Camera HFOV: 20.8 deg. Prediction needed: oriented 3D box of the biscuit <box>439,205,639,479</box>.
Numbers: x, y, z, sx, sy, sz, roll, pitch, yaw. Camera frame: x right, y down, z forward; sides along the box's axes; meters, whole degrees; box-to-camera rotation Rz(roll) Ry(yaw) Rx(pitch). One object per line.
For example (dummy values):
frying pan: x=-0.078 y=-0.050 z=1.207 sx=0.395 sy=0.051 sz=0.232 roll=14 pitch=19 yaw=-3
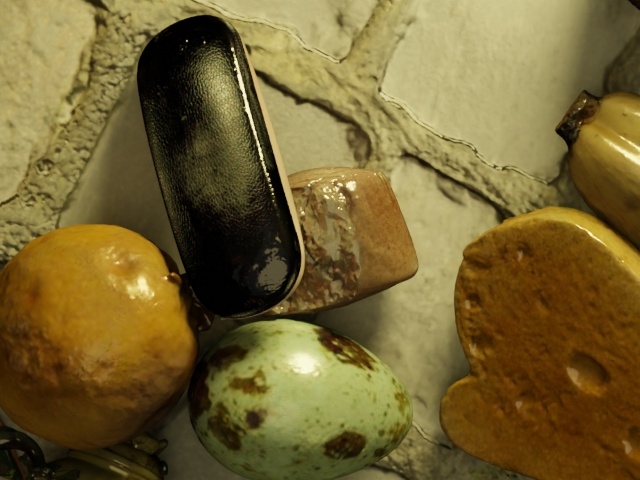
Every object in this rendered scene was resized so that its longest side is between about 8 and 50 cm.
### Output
biscuit: x=0.250 y=0.142 z=1.759 sx=0.287 sy=0.057 sz=0.343 roll=-35 pitch=85 yaw=32

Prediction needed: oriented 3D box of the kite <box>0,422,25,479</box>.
kite: x=-0.439 y=0.147 z=1.848 sx=0.321 sy=0.016 sz=0.234 roll=21 pitch=99 yaw=-3

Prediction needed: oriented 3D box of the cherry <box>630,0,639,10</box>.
cherry: x=0.351 y=-0.304 z=1.663 sx=0.195 sy=0.195 sz=0.195 roll=0 pitch=101 yaw=1

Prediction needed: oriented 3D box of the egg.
egg: x=-0.020 y=0.165 z=1.762 sx=0.231 sy=0.169 sz=0.169 roll=10 pitch=101 yaw=-10

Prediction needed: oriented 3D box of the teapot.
teapot: x=-0.237 y=0.265 z=1.800 sx=0.269 sy=0.173 sz=0.182 roll=27 pitch=71 yaw=-4

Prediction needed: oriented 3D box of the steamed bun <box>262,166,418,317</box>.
steamed bun: x=0.000 y=0.000 z=1.760 sx=0.175 sy=0.106 sz=0.144 roll=-18 pitch=97 yaw=8

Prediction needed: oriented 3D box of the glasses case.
glasses case: x=-0.100 y=-0.075 z=1.715 sx=0.122 sy=0.075 sz=0.314 roll=-23 pitch=72 yaw=18

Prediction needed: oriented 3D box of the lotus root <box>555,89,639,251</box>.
lotus root: x=0.353 y=-0.059 z=1.726 sx=0.257 sy=0.140 sz=0.154 roll=35 pitch=71 yaw=3

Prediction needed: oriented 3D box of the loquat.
loquat: x=-0.231 y=0.096 z=1.730 sx=0.238 sy=0.193 sz=0.238 roll=-11 pitch=62 yaw=21
